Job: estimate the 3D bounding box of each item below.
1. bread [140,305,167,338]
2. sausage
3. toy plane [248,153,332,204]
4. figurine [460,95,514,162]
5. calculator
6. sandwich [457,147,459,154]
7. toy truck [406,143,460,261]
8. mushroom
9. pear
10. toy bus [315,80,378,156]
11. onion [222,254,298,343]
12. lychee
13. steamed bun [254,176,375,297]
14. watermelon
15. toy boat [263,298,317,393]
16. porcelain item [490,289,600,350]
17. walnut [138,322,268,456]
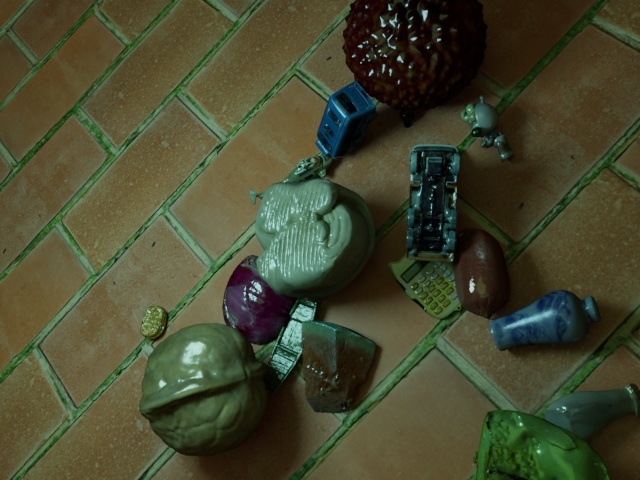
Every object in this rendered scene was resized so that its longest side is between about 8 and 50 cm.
[{"bbox_3d":[-0.540,0.265,2.103,0.083,0.044,0.110,4,72,22],"label":"bread"},{"bbox_3d":[0.425,0.084,1.719,0.148,0.148,0.254,-7,63,20],"label":"sausage"},{"bbox_3d":[-0.089,-0.195,2.044,0.287,0.108,0.092,-29,65,14],"label":"toy plane"},{"bbox_3d":[0.474,-0.312,1.849,0.094,0.147,0.197,-21,95,38],"label":"figurine"},{"bbox_3d":[0.311,0.112,1.822,0.157,0.033,0.236,-43,65,2],"label":"calculator"},{"bbox_3d":[0.330,-0.167,1.876,0.094,0.096,0.257,15,81,20],"label":"sandwich"},{"bbox_3d":[0.302,-0.102,1.749,0.137,0.162,0.305,3,94,8],"label":"toy truck"},{"bbox_3d":[0.656,0.406,1.558,0.225,0.093,0.116,-27,79,1],"label":"mushroom"},{"bbox_3d":[0.515,0.580,1.481,0.318,0.238,0.342,4,68,11],"label":"pear"},{"bbox_3d":[0.072,-0.352,1.940,0.134,0.246,0.113,-31,77,-22],"label":"toy bus"},{"bbox_3d":[-0.207,0.178,1.965,0.250,0.111,0.247,30,84,26],"label":"onion"},{"bbox_3d":[0.267,-0.561,1.870,0.425,0.425,0.499,12,118,25],"label":"lychee"},{"bbox_3d":[0.000,0.000,1.860,0.368,0.255,0.342,-3,76,46],"label":"steamed bun"},{"bbox_3d":[0.031,0.363,1.814,0.193,0.140,0.256,9,84,32],"label":"watermelon"},{"bbox_3d":[-0.088,0.308,1.901,0.093,0.055,0.292,21,81,26],"label":"toy boat"},{"bbox_3d":[0.565,0.207,1.634,0.259,0.141,0.141,-22,65,25],"label":"porcelain item"},{"bbox_3d":[-0.323,0.411,1.793,0.382,0.381,0.380,-7,70,20],"label":"walnut"}]
